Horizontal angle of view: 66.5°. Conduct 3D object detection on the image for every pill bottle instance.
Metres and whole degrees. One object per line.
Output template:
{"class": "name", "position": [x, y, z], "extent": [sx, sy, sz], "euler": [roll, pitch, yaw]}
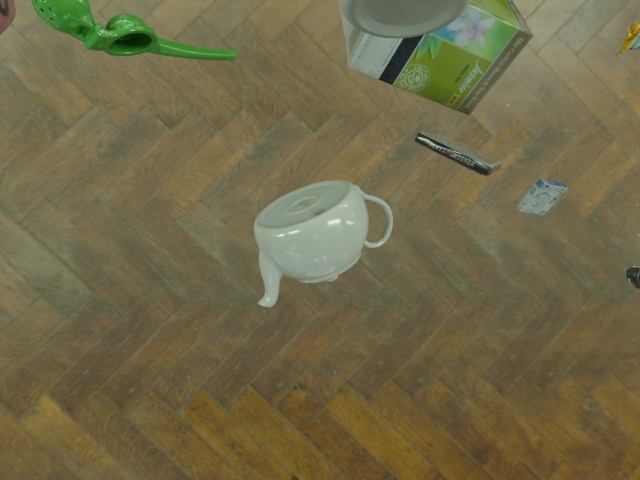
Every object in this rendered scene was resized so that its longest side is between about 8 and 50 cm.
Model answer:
{"class": "pill bottle", "position": [0.095, -0.393, 0.566], "extent": [0.153, 0.153, 0.265], "euler": [0, 83, -6]}

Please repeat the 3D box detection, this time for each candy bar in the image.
{"class": "candy bar", "position": [0.444, -0.250, 0.600], "extent": [0.161, 0.040, 0.018], "euler": [-3, 49, -7]}

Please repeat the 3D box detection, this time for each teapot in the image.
{"class": "teapot", "position": [0.000, 0.000, 1.016], "extent": [0.256, 0.252, 0.187], "euler": [-11, 117, 26]}

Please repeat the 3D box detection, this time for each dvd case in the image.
{"class": "dvd case", "position": [0.333, -0.207, 1.160], "extent": [0.179, 0.238, 0.029], "euler": [31, 111, 17]}

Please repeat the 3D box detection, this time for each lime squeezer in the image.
{"class": "lime squeezer", "position": [-0.225, -0.240, 0.510], "extent": [0.310, 0.059, 0.110], "euler": [25, 42, -39]}

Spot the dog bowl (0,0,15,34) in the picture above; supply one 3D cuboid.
{"class": "dog bowl", "position": [-0.582, -0.276, 0.606], "extent": [0.408, 0.408, 0.150], "euler": [-30, 133, -7]}

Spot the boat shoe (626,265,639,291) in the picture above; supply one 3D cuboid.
{"class": "boat shoe", "position": [0.588, 0.075, 0.879], "extent": [0.125, 0.038, 0.046], "euler": [17, 89, -39]}

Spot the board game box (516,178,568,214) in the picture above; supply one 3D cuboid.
{"class": "board game box", "position": [0.534, -0.103, 1.177], "extent": [0.090, 0.020, 0.090], "euler": [5, 132, -29]}

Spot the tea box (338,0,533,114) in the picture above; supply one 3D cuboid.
{"class": "tea box", "position": [0.233, -0.502, 1.082], "extent": [0.323, 0.220, 0.329], "euler": [14, 48, -18]}
